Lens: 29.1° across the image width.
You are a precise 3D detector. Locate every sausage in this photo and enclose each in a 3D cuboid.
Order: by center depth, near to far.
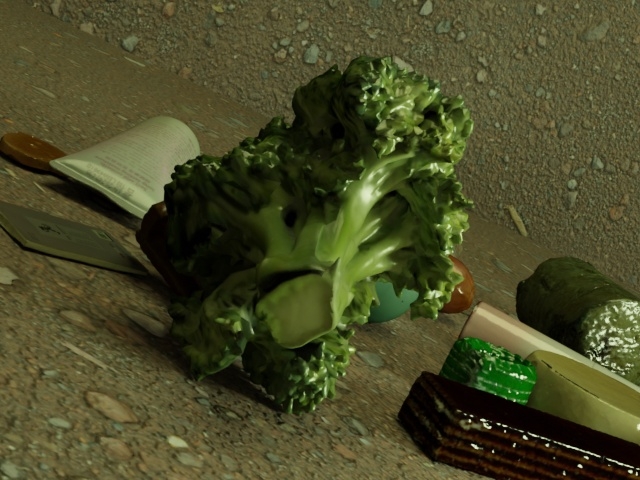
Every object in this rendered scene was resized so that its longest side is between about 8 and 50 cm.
[{"bbox_3d":[0.155,0.044,2.178,0.259,0.113,0.113,28,10,16],"label":"sausage"}]

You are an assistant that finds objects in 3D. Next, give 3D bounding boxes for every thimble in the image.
[{"bbox_3d":[0.224,0.189,1.673,0.118,0.090,0.130,30,9,33],"label":"thimble"}]

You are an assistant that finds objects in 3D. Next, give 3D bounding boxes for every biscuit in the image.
[{"bbox_3d":[0.275,0.258,1.511,0.388,0.073,0.107,22,13,-28],"label":"biscuit"},{"bbox_3d":[-0.415,-0.123,1.820,0.118,0.023,0.140,29,10,5],"label":"biscuit"}]

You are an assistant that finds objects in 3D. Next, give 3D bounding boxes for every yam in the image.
[{"bbox_3d":[0.488,0.153,2.242,0.195,0.195,0.300,24,10,-15],"label":"yam"}]

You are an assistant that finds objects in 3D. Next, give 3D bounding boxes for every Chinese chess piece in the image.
[{"bbox_3d":[0.389,0.251,1.761,0.251,0.097,0.251,26,9,-4],"label":"Chinese chess piece"}]

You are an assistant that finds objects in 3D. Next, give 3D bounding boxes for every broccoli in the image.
[{"bbox_3d":[-0.005,0.001,1.282,0.338,0.317,0.277,-12,-57,43],"label":"broccoli"}]

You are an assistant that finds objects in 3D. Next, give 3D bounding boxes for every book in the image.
[{"bbox_3d":[-0.310,-0.003,1.508,0.182,0.014,0.127,17,14,-44],"label":"book"}]

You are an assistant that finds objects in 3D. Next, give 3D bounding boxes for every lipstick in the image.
[{"bbox_3d":[0.376,0.210,1.953,0.327,0.087,0.087,29,10,15],"label":"lipstick"}]

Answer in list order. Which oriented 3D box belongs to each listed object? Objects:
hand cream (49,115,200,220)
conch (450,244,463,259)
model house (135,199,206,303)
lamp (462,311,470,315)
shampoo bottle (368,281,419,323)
[{"bbox_3d":[-0.277,-0.104,1.888,0.186,0.118,0.358,32,17,-1],"label":"hand cream"},{"bbox_3d":[0.171,-0.017,2.270,0.178,0.245,0.163,-8,48,-5],"label":"conch"},{"bbox_3d":[-0.113,0.009,1.554,0.199,0.219,0.229,-27,33,-24],"label":"model house"},{"bbox_3d":[0.257,0.126,2.237,0.121,0.041,0.054,18,21,-26],"label":"lamp"},{"bbox_3d":[0.057,0.017,1.944,0.222,0.151,0.349,29,8,-21],"label":"shampoo bottle"}]
